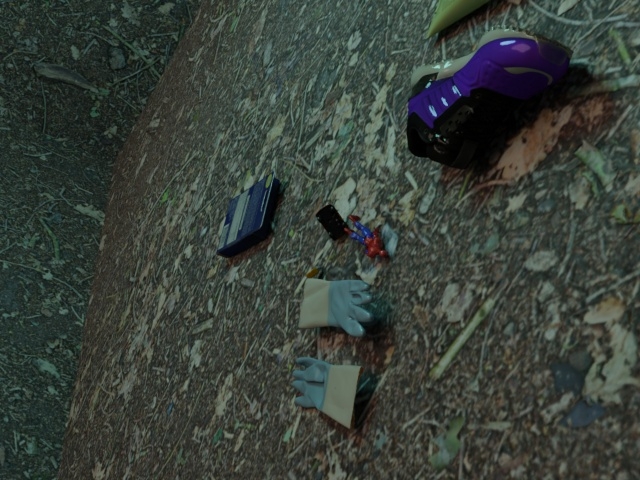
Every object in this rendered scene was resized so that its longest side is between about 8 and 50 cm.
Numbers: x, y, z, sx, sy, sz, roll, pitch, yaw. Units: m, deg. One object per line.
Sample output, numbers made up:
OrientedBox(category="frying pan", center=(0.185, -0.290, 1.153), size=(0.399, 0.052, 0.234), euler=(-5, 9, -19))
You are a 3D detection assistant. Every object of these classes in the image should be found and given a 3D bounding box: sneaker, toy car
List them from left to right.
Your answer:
OrientedBox(category="toy car", center=(0.000, 0.000, 1.299), size=(0.122, 0.060, 0.040), euler=(-54, -6, 11))
OrientedBox(category="sneaker", center=(0.196, -0.160, 0.988), size=(0.293, 0.102, 0.146), euler=(-8, 66, 68))

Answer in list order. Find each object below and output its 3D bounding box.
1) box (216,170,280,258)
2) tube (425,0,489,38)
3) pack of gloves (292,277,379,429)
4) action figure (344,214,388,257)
OrientedBox(category="box", center=(-0.146, -0.052, 1.669), size=(0.225, 0.037, 0.136), euler=(-26, 46, 58))
OrientedBox(category="tube", center=(0.227, -0.372, 1.162), size=(0.070, 0.062, 0.240), euler=(-28, 5, -22))
OrientedBox(category="pack of gloves", center=(0.027, 0.154, 1.141), size=(0.232, 0.046, 0.194), euler=(175, 104, -67))
OrientedBox(category="action figure", center=(0.071, -0.002, 1.180), size=(0.038, 0.030, 0.115), euler=(-66, 28, 16))
